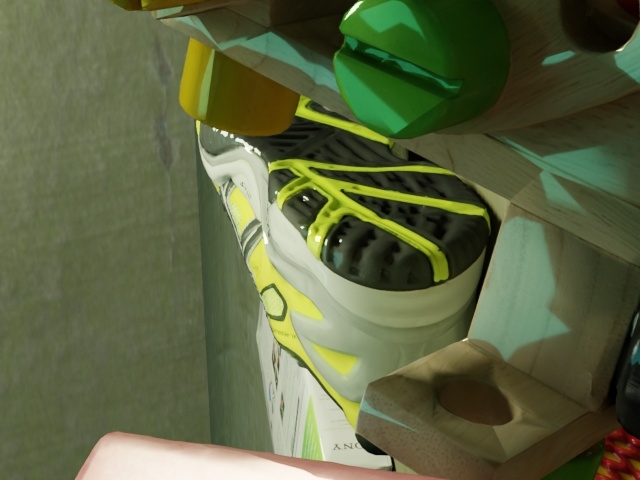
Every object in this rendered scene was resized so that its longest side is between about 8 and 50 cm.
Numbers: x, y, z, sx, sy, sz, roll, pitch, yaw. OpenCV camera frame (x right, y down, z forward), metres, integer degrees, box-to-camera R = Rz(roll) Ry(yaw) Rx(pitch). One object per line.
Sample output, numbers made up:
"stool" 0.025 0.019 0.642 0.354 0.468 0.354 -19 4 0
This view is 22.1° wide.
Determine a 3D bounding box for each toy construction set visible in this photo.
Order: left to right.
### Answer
"toy construction set" 0.044 -0.068 0.455 0.309 0.257 0.237 -61 -21 -62

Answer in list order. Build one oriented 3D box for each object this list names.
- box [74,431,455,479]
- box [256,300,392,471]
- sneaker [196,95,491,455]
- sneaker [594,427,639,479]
"box" 0.026 0.136 0.365 0.232 0.148 0.127 -4 54 57
"box" -0.004 0.128 1.367 0.232 0.058 0.322 97 168 -47
"sneaker" 0.000 0.000 1.022 0.385 0.145 0.147 -111 20 -68
"sneaker" 0.103 0.131 0.495 0.067 0.064 0.175 59 -149 -51
